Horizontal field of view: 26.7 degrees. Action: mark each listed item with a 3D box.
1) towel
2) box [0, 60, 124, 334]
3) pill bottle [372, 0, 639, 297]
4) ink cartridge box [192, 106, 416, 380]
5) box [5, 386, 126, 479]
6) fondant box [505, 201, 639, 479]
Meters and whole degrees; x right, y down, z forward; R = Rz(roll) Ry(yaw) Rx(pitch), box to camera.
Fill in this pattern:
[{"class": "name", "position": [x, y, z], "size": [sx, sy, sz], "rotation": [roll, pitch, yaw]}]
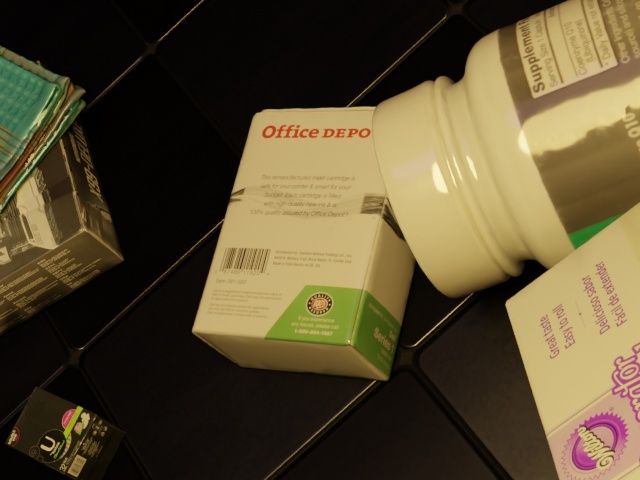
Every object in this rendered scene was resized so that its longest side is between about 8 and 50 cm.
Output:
[{"class": "towel", "position": [-0.441, -0.111, 1.426], "size": [0.370, 0.040, 0.271], "rotation": [27, 78, 37]}, {"class": "box", "position": [-0.372, -0.009, 1.405], "size": [0.307, 0.076, 0.242], "rotation": [-30, 53, 11]}, {"class": "pill bottle", "position": [0.237, -0.094, 1.036], "size": [0.361, 0.204, 0.204], "rotation": [-22, 56, 18]}, {"class": "ink cartridge box", "position": [0.000, 0.000, 1.185], "size": [0.160, 0.092, 0.219], "rotation": [3, 66, 30]}, {"class": "box", "position": [-0.235, 0.182, 1.244], "size": [0.083, 0.052, 0.062], "rotation": [18, 73, 35]}, {"class": "fondant box", "position": [0.288, 0.037, 0.838], "size": [0.330, 0.096, 0.238], "rotation": [-40, 27, 19]}]
